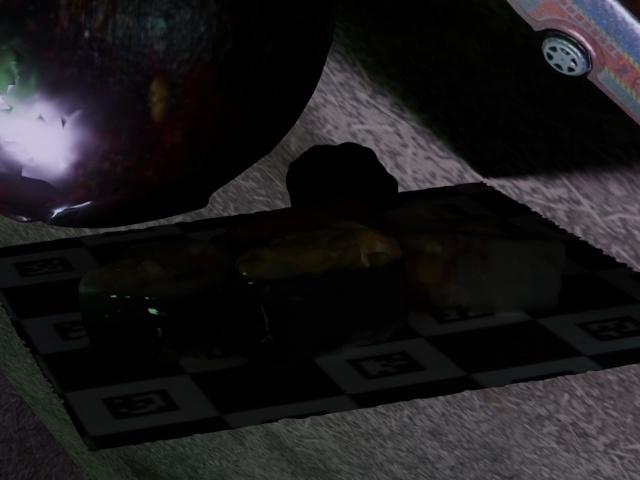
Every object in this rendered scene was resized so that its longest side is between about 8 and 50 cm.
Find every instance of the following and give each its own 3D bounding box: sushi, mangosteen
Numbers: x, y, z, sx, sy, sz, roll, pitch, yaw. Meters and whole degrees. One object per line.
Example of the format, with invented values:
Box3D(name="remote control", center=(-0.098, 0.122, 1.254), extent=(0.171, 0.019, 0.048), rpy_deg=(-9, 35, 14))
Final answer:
Box3D(name="sushi", center=(0.000, 0.000, 1.092), extent=(0.359, 0.343, 0.064), rpy_deg=(-142, 46, -67))
Box3D(name="mangosteen", center=(-0.131, -0.153, 1.077), extent=(0.311, 0.311, 0.311), rpy_deg=(35, 161, 14))

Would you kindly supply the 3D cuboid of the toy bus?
Box3D(name="toy bus", center=(0.173, -0.089, 0.971), extent=(0.192, 0.065, 0.077), rpy_deg=(41, 155, -7))
